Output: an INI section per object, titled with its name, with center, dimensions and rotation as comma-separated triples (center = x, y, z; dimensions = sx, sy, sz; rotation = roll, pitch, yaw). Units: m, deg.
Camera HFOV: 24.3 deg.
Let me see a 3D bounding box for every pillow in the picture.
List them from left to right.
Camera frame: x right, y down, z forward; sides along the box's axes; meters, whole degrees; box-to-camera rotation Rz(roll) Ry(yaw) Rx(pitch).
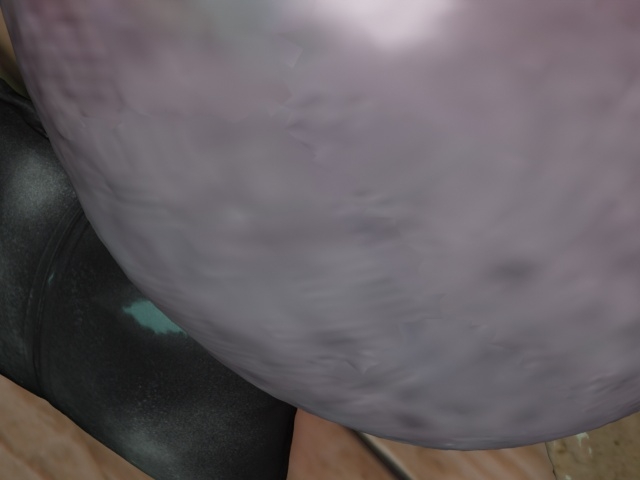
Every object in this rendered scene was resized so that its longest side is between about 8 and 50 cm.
[pillow]
center = -0.104, 0.038, 0.796
dimensions = 0.250, 0.106, 0.186
rotation = 28, 127, 26

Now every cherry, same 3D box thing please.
[cherry]
center = 0.042, -0.078, 0.510
dimensions = 0.291, 0.335, 0.326
rotation = 23, 121, 28

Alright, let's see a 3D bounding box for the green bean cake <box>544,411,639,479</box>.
[green bean cake]
center = 0.167, 0.097, 0.652
dimensions = 0.109, 0.085, 0.179
rotation = -9, 104, 37
